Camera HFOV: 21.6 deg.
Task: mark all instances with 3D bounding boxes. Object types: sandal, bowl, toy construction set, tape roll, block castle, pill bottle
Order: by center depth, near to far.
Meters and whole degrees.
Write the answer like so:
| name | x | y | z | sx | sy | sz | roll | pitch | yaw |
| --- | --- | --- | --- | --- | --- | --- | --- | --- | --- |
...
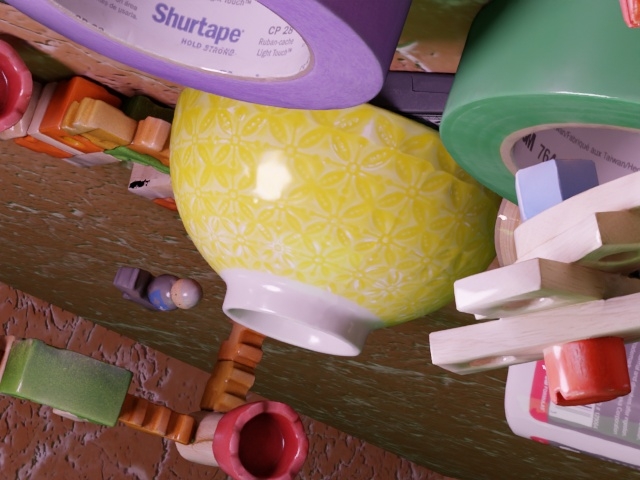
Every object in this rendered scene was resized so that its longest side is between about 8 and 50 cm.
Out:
| name | x | y | z | sx | sy | sz | roll | pitch | yaw |
| --- | --- | --- | --- | --- | --- | --- | --- | --- | --- |
| toy construction set | 0.104 | -0.109 | 0.567 | 0.215 | 0.327 | 0.151 | -8 | 180 | 1 |
| tape roll | -0.079 | -0.173 | 0.999 | 0.275 | 0.090 | 0.275 | 17 | 169 | 4 |
| tape roll | 0.238 | -0.059 | 1.066 | 0.321 | 0.077 | 0.321 | 18 | 169 | 4 |
| bowl | 0.000 | 0.000 | 1.325 | 0.289 | 0.156 | 0.289 | 18 | 167 | 4 |
| sandal | 0.199 | 0.028 | 1.326 | 0.079 | 0.088 | 0.240 | 18 | 163 | 23 |
| pill bottle | 0.344 | 0.135 | 1.530 | 0.318 | 0.176 | 0.176 | 15 | 167 | 20 |
| block castle | -0.189 | 0.027 | 1.546 | 0.453 | 0.303 | 0.213 | 24 | 166 | -27 |

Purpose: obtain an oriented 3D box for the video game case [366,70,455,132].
| name | x | y | z | sx | sy | sz | roll | pitch | yaw |
| --- | --- | --- | --- | --- | --- | --- | --- | --- | --- |
| video game case | 0.071 | -0.073 | 1.355 | 0.275 | 0.035 | 0.248 | 7 | 163 | 41 |

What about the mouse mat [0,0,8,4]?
| name | x | y | z | sx | sy | sz | roll | pitch | yaw |
| --- | --- | --- | --- | --- | --- | --- | --- | --- | --- |
| mouse mat | -0.205 | -0.192 | 1.299 | 0.190 | 0.007 | 0.152 | 18 | 168 | -3 |
